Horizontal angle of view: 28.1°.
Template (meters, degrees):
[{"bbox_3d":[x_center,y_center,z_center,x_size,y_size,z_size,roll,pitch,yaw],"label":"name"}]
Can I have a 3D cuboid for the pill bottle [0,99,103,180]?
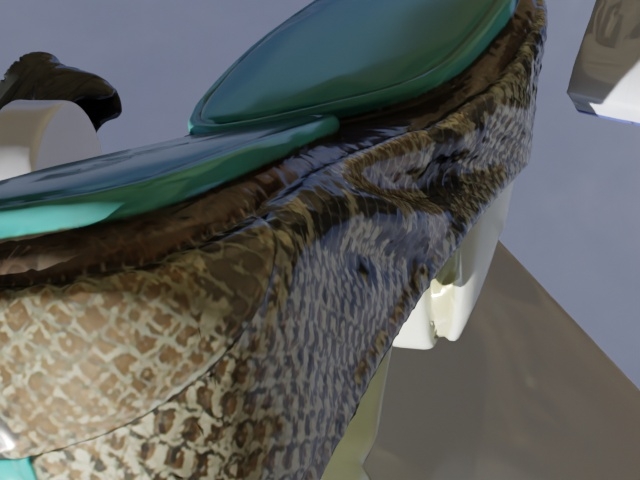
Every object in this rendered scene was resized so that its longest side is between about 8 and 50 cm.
[{"bbox_3d":[-0.365,-0.021,1.009,0.363,0.210,0.210,-1,-135,10],"label":"pill bottle"}]

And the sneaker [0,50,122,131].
[{"bbox_3d":[-0.309,-0.071,1.334,0.130,0.109,0.286,16,-111,23],"label":"sneaker"}]

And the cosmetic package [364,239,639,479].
[{"bbox_3d":[0.076,0.118,0.956,0.385,0.156,0.217,44,-114,1],"label":"cosmetic package"}]

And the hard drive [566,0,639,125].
[{"bbox_3d":[0.301,-0.126,0.596,0.319,0.040,0.210,17,-98,26],"label":"hard drive"}]

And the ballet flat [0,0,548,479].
[{"bbox_3d":[0.000,0.000,0.545,0.164,0.182,0.483,-6,-161,23],"label":"ballet flat"}]
